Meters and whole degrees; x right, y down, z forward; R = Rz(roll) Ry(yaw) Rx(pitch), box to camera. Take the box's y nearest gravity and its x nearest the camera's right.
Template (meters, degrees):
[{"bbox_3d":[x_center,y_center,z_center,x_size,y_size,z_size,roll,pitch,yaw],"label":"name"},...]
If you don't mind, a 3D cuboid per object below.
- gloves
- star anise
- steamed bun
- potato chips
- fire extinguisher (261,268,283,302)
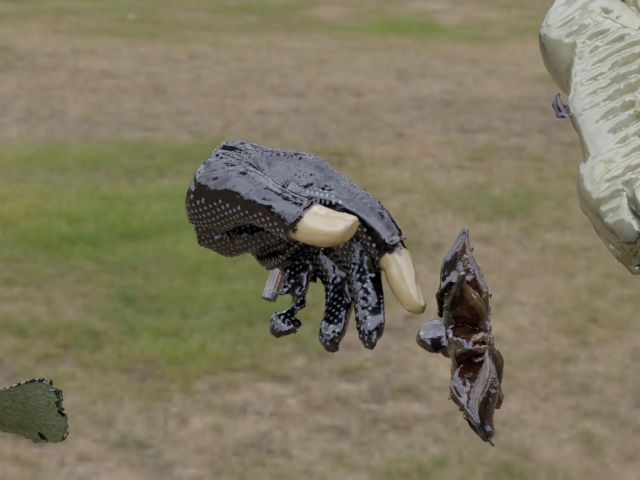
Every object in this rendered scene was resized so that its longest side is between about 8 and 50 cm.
[{"bbox_3d":[0.001,0.000,1.052,0.181,0.129,0.106,25,42,15],"label":"gloves"},{"bbox_3d":[0.165,0.123,1.841,0.102,0.272,0.272,-8,11,12],"label":"star anise"},{"bbox_3d":[0.374,-0.121,1.342,0.346,0.394,0.237,22,-12,43],"label":"steamed bun"},{"bbox_3d":[-0.422,0.225,1.857,0.228,0.059,0.167,-5,-23,-2],"label":"potato chips"},{"bbox_3d":[-0.058,0.043,2.053,0.022,0.083,0.028,18,-16,1],"label":"fire extinguisher"}]
